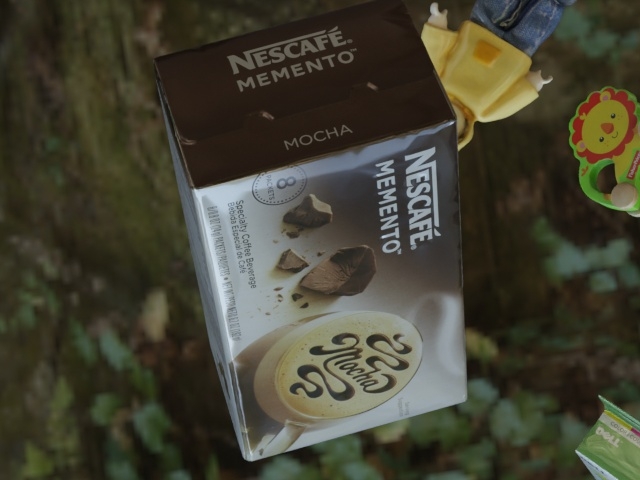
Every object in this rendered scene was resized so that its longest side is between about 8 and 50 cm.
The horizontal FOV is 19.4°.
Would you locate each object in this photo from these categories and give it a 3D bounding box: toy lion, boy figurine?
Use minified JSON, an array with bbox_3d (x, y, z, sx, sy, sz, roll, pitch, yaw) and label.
[{"bbox_3d":[0.251,-0.080,1.603,0.096,0.100,0.034,22,-179,41],"label":"toy lion"},{"bbox_3d":[0.196,-0.224,2.337,0.285,0.177,0.092,-52,-175,-3],"label":"boy figurine"}]

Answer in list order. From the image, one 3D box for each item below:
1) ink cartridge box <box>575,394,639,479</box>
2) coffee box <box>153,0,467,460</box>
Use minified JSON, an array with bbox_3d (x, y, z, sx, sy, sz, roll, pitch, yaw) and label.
[{"bbox_3d":[0.342,0.246,2.016,0.109,0.062,0.209,35,173,26],"label":"ink cartridge box"},{"bbox_3d":[0.000,0.000,1.235,0.168,0.119,0.297,-14,140,-7],"label":"coffee box"}]
